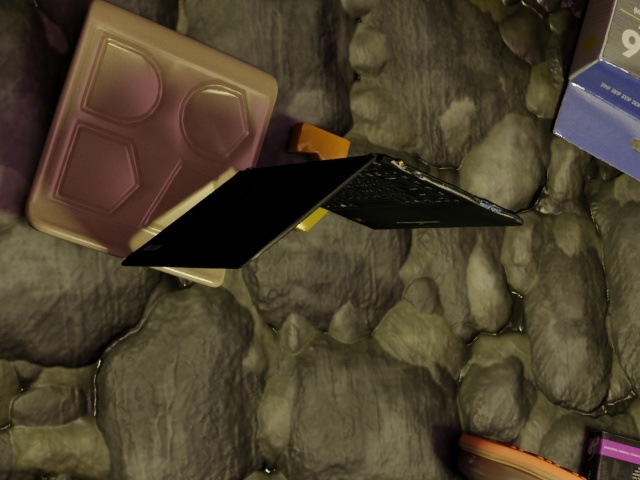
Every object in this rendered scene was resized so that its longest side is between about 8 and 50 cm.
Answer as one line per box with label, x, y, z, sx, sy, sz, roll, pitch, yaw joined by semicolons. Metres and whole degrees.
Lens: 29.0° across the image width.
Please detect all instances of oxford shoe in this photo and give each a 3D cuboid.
oxford shoe;0.281;0.336;1.304;0.364;0.130;0.133;35;82;-2

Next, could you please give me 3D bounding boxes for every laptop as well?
laptop;0.000;0.000;1.120;0.264;0.234;0.136;22;79;-31

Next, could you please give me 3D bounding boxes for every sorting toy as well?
sorting toy;-0.120;-0.076;1.208;0.307;0.041;0.229;20;78;-31

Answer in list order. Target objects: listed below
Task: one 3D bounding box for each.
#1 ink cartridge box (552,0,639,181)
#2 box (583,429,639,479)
ink cartridge box;0.451;-0.212;1.504;0.303;0.072;0.307;24;72;-24
box;0.347;0.309;1.413;0.116;0.029;0.162;18;75;-24
